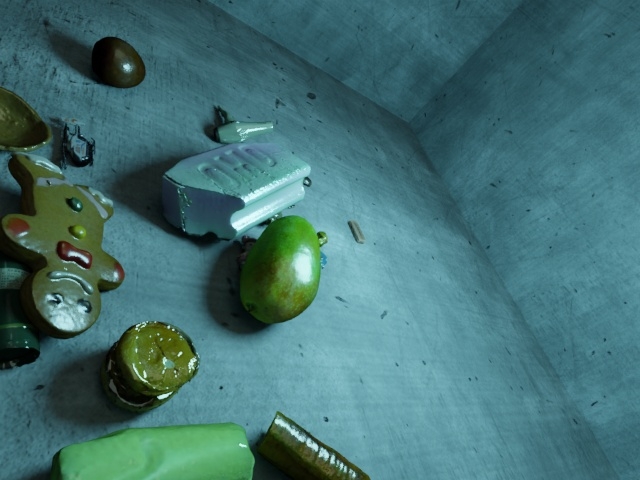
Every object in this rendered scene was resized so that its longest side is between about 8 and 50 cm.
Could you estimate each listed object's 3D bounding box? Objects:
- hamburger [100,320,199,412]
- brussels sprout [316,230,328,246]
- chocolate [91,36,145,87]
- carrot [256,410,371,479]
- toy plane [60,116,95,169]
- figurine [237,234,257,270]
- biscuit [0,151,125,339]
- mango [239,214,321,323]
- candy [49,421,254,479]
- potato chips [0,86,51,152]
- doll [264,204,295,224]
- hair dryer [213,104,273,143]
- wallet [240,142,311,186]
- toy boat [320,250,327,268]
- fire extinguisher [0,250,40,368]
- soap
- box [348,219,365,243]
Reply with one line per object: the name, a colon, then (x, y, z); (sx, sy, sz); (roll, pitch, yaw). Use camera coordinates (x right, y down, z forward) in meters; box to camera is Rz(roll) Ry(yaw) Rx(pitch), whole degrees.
hamburger: (-0.349, 0.257, 0.860); (0.177, 0.113, 0.185); (30, 27, -12)
brussels sprout: (0.001, 0.001, 1.571); (0.050, 0.046, 0.083); (3, 40, 15)
chocolate: (-0.669, -0.592, 1.391); (0.176, 0.177, 0.177); (28, 36, -23)
carrot: (-0.010, 0.516, 0.938); (0.301, 0.114, 0.114); (38, 33, -3)
toy plane: (-0.666, -0.268, 1.136); (0.078, 0.053, 0.197); (1, 56, -36)
figurine: (-0.225, 0.042, 1.279); (0.072, 0.054, 0.129); (19, 45, -9)
biscuit: (-0.529, 0.006, 0.878); (0.283, 0.064, 0.432); (43, 19, -51)
mango: (-0.099, 0.073, 1.213); (0.225, 0.201, 0.382); (29, 46, -9)
candy: (-0.284, 0.405, 0.738); (0.343, 0.132, 0.142); (12, 60, -39)
potato chips: (-0.783, -0.286, 1.015); (0.208, 0.062, 0.195); (16, 48, -38)
doll: (-0.214, -0.169, 1.495); (0.286, 0.091, 0.202); (56, 21, 17)
hair dryer: (-0.306, -0.479, 1.664); (0.229, 0.092, 0.267); (-1, 45, -7)
wallet: (-0.182, -0.311, 1.677); (0.309, 0.042, 0.165); (18, 25, -37)
toy boat: (-0.035, 0.077, 1.399); (0.088, 0.102, 0.215); (45, 33, 4)
fire extinguisher: (-0.594, 0.091, 0.786); (0.118, 0.093, 0.294); (40, 21, -60)
soap: (-0.262, -0.169, 1.289); (0.261, 0.156, 0.446); (34, 40, 18)
box: (0.160, -0.039, 1.806); (0.048, 0.025, 0.115); (10, 47, -40)
